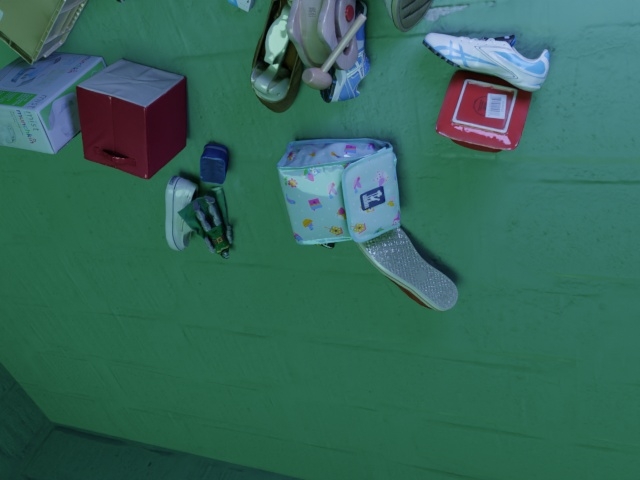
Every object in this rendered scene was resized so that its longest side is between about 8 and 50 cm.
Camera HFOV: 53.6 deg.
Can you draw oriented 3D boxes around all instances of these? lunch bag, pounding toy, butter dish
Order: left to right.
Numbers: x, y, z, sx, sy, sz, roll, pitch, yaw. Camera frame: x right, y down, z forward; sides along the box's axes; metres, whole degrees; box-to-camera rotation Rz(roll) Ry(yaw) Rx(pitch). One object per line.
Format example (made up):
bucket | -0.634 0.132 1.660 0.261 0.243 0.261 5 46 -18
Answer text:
lunch bag | -0.271 -0.195 1.620 0.067 0.065 0.098 9 136 -4
lunch bag | 0.054 -0.116 1.469 0.262 0.160 0.223 -1 124 15
pounding toy | 0.043 -0.391 1.143 0.154 0.270 0.154 12 -179 27
butter dish | 0.318 -0.234 1.249 0.159 0.160 0.118 15 159 14

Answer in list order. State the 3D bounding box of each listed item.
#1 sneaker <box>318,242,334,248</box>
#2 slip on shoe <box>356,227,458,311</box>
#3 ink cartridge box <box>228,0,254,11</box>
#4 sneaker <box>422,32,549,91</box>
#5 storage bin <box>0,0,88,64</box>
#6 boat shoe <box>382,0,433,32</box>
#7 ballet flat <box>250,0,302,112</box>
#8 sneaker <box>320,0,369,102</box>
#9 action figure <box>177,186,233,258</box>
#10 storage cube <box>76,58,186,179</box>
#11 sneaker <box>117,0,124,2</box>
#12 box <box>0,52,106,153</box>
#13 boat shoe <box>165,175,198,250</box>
sneaker | 0.000 0.000 1.704 0.083 0.031 0.035 28 151 5
slip on shoe | 0.202 0.062 1.604 0.331 0.123 0.101 41 159 -10
ink cartridge box | -0.153 -0.513 1.278 0.048 0.028 0.083 26 137 1
sneaker | 0.308 -0.350 1.180 0.237 0.085 0.086 21 111 12
storage bin | -0.677 -0.574 1.413 0.262 0.123 0.260 42 136 -16
boat shoe | 0.130 -0.483 1.073 0.103 0.113 0.302 46 173 22
ballet flat | -0.087 -0.381 1.304 0.116 0.124 0.342 27 138 0
sneaker | 0.059 -0.380 1.282 0.081 0.080 0.211 -4 133 -26
action figure | -0.296 -0.029 1.773 0.063 0.137 0.232 52 165 40
storage cube | -0.442 -0.294 1.508 0.183 0.215 0.193 19 130 10
sneaker | -0.438 -0.579 1.335 0.068 0.071 0.170 36 156 19
box | -0.675 -0.339 1.536 0.231 0.262 0.127 10 135 19
boat shoe | -0.377 -0.066 1.783 0.088 0.096 0.268 16 131 7
